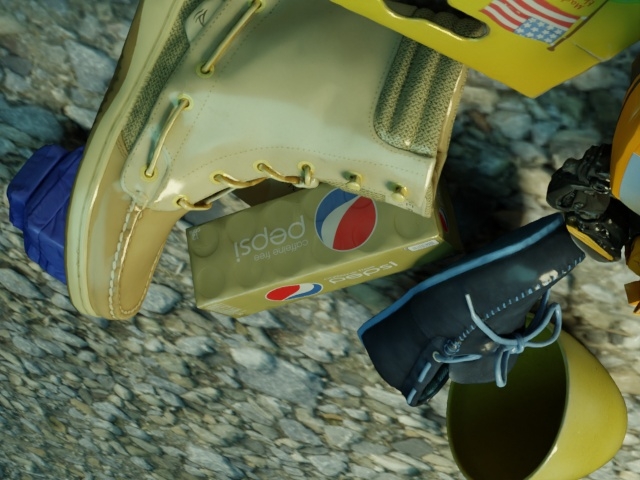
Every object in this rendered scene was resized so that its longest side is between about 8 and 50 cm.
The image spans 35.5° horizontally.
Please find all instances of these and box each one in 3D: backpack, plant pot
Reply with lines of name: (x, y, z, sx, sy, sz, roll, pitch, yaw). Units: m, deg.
backpack: (-0.208, -0.022, 0.848, 0.101, 0.098, 0.120, 38, 158, 4)
plant pot: (0.174, 0.129, 0.755, 0.095, 0.134, 0.134, 17, 151, -27)

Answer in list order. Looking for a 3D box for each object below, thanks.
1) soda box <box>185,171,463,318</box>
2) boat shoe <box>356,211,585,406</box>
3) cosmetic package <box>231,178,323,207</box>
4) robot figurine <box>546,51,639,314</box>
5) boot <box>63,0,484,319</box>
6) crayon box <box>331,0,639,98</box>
soda box: (0.000, 0.000, 0.689, 0.181, 0.061, 0.058, -17, 162, 20)
boat shoe: (0.116, 0.057, 0.711, 0.089, 0.109, 0.258, 61, 158, 9)
cosmetic package: (-0.017, -0.060, 0.710, 0.060, 0.041, 0.115, 35, 144, -9)
robot figurine: (0.223, -0.033, 0.482, 0.211, 0.085, 0.291, 4, 154, 8)
boot: (-0.031, -0.042, 0.612, 0.204, 0.095, 0.261, 22, 100, 5)
crayon box: (0.115, -0.186, 0.375, 0.202, 0.081, 0.318, 20, 150, -27)
